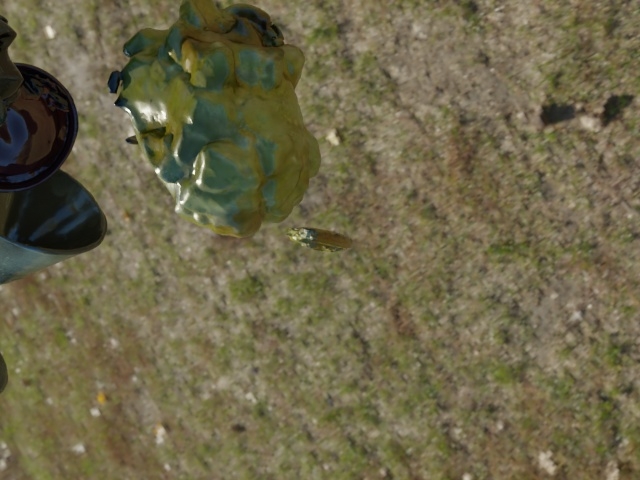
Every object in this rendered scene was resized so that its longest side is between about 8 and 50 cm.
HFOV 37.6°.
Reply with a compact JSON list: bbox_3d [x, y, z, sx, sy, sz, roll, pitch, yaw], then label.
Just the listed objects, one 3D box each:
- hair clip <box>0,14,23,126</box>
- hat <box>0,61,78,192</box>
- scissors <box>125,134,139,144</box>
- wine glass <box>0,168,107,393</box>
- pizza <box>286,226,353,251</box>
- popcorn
[{"bbox_3d":[-0.497,-0.214,1.159,0.206,0.310,0.194,-3,99,35],"label":"hair clip"},{"bbox_3d":[-0.466,-0.166,1.414,0.089,0.206,0.205,-137,33,-62],"label":"hat"},{"bbox_3d":[-0.351,-0.209,1.912,0.088,0.220,0.017,37,103,3],"label":"scissors"},{"bbox_3d":[-0.568,0.079,1.608,0.267,0.267,0.406,43,116,21],"label":"wine glass"},{"bbox_3d":[0.000,0.001,1.673,0.099,0.160,0.035,5,85,25],"label":"pizza"},{"bbox_3d":[-0.118,-0.146,1.095,0.286,0.215,0.252,52,149,27],"label":"popcorn"}]
